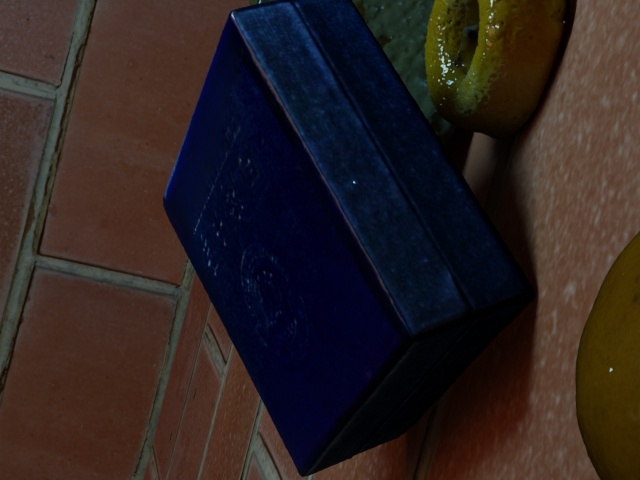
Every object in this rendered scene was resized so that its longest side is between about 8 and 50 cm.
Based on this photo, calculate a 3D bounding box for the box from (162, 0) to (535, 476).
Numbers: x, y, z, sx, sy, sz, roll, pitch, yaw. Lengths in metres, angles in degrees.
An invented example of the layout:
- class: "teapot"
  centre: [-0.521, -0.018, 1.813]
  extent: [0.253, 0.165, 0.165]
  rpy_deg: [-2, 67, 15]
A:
- class: "box"
  centre: [0.000, 0.000, 0.993]
  extent: [0.279, 0.116, 0.261]
  rpy_deg: [62, 151, 21]

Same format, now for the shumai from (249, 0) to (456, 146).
- class: "shumai"
  centre: [0.039, -0.120, 1.201]
  extent: [0.218, 0.189, 0.256]
  rpy_deg: [91, 165, -55]

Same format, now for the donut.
- class: "donut"
  centre: [0.127, -0.154, 0.980]
  extent: [0.152, 0.058, 0.152]
  rpy_deg: [-176, 90, -71]

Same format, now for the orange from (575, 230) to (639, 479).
- class: "orange"
  centre: [0.168, 0.046, 0.476]
  extent: [0.156, 0.124, 0.156]
  rpy_deg: [-53, 15, 21]
